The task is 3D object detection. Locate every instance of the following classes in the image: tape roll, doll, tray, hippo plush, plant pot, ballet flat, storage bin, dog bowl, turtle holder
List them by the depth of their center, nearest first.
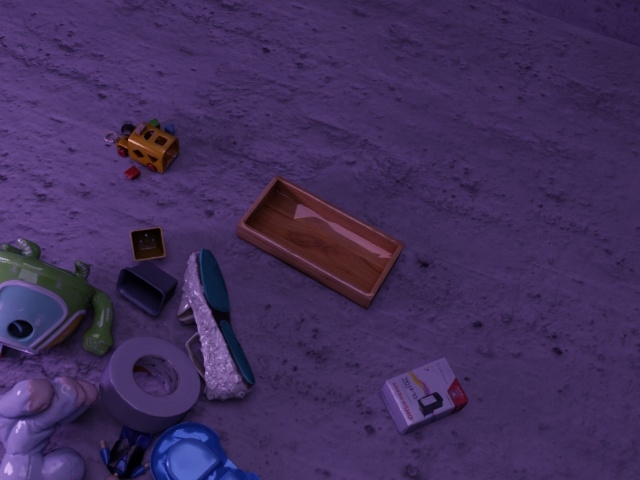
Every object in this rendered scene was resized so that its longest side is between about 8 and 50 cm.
[{"bbox_3d":[-0.608,0.429,1.560,0.294,0.234,0.236,-2,69,-32],"label":"hippo plush"},{"bbox_3d":[-0.250,0.543,1.644,0.297,0.074,0.166,42,62,15],"label":"dog bowl"},{"bbox_3d":[-0.440,0.476,1.669,0.129,0.046,0.189,24,64,-5],"label":"doll"},{"bbox_3d":[-0.391,0.329,1.697,0.219,0.072,0.219,25,35,-19],"label":"tape roll"},{"bbox_3d":[-0.661,0.154,1.747,0.243,0.320,0.227,4,66,36],"label":"turtle holder"},{"bbox_3d":[-0.284,0.208,1.816,0.147,0.147,0.408,-13,61,-16],"label":"ballet flat"},{"bbox_3d":[-0.434,0.118,1.871,0.135,0.098,0.091,32,32,11],"label":"storage bin"},{"bbox_3d":[-0.453,0.005,1.928,0.082,0.083,0.081,-9,98,-15],"label":"plant pot"},{"bbox_3d":[0.000,0.000,2.016,0.411,0.076,0.202,29,59,10],"label":"tray"}]

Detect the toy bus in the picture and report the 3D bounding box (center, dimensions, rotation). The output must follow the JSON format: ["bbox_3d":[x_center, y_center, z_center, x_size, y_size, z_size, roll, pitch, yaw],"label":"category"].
[{"bbox_3d":[-0.501,-0.283,2.088,0.202,0.104,0.190,-14,62,-17],"label":"toy bus"}]

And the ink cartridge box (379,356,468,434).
[{"bbox_3d":[0.254,0.384,1.821,0.175,0.072,0.127,-18,64,-19],"label":"ink cartridge box"}]

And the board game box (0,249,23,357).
[{"bbox_3d":[-0.825,0.150,1.818,0.145,0.027,0.281,6,58,-7],"label":"board game box"}]
